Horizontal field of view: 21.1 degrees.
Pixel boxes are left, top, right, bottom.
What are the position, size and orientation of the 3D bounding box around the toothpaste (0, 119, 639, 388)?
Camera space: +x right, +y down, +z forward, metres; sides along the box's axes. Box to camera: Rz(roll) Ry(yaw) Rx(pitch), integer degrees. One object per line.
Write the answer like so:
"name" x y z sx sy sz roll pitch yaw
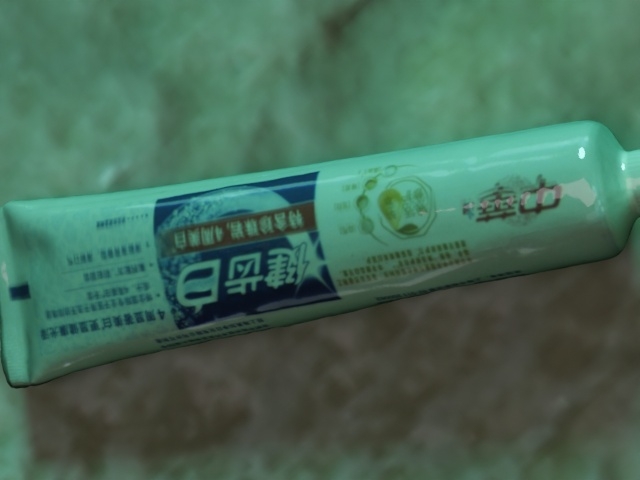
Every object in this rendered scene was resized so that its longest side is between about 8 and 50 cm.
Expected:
"toothpaste" 0.000 0.000 0.508 0.233 0.038 0.060 -10 92 23
